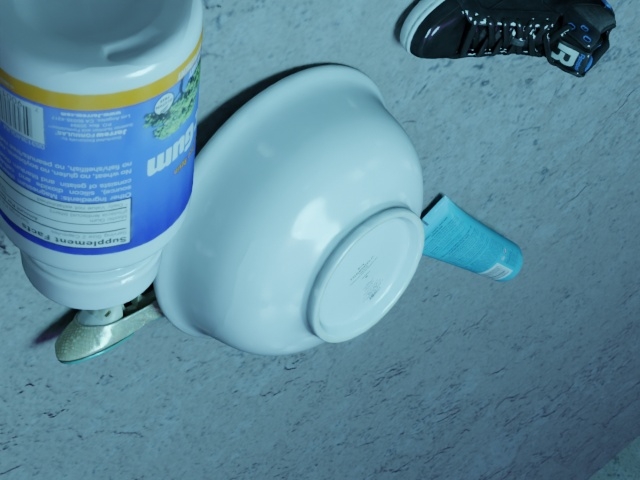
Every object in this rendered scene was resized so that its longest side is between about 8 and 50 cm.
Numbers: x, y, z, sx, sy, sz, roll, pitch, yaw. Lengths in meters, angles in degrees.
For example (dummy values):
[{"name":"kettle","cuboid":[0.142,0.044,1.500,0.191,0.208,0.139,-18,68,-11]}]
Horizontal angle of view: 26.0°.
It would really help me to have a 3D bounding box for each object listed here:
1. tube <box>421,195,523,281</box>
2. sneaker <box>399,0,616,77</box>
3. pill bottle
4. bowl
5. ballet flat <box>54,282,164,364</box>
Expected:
[{"name":"tube","cuboid":[0.170,0.003,1.633,0.080,0.052,0.207,-52,145,11]},{"name":"sneaker","cuboid":[0.189,-0.195,1.286,0.216,0.121,0.079,-23,147,-29]},{"name":"pill bottle","cuboid":[-0.165,-0.074,0.997,0.152,0.152,0.272,-26,149,-25]},{"name":"bowl","cuboid":[0.000,0.000,1.273,0.298,0.134,0.298,-34,145,-28]},{"name":"ballet flat","cuboid":[-0.180,0.058,1.292,0.168,0.057,0.052,-27,122,-31]}]
